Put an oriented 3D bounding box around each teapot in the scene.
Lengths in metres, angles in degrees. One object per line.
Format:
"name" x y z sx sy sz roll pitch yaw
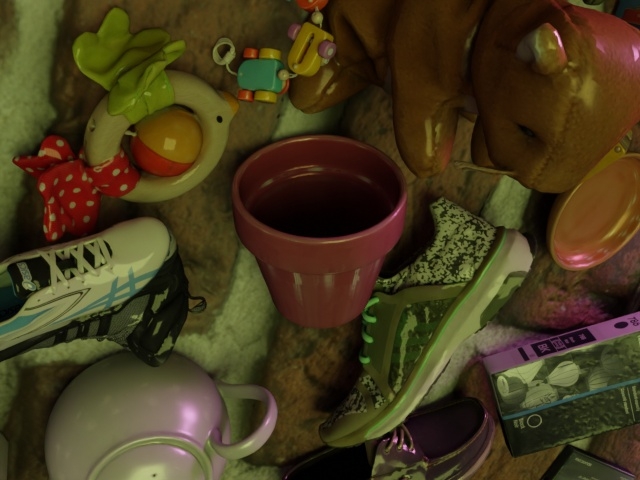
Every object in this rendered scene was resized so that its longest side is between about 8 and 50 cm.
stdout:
"teapot" -0.216 0.274 0.938 0.252 0.187 0.256 16 106 -27

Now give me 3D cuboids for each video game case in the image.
"video game case" 0.455 0.524 1.419 0.196 0.026 0.274 27 101 -30

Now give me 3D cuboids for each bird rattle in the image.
"bird rattle" -0.194 -0.104 0.809 0.207 0.143 0.254 9 114 -42

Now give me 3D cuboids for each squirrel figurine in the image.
"squirrel figurine" 0.186 -0.242 0.745 0.281 0.370 0.397 7 111 -24

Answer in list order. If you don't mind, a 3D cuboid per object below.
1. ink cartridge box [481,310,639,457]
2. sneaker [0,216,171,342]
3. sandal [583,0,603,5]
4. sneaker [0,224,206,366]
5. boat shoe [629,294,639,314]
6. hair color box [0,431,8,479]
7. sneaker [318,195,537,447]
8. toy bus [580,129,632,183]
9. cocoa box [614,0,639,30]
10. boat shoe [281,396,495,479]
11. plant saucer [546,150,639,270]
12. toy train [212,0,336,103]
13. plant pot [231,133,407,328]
"ink cartridge box" 0.438 0.220 1.181 0.332 0.065 0.165 -19 107 3
"sneaker" -0.267 0.038 0.774 0.237 0.086 0.085 -25 76 -12
"sandal" 0.301 -0.428 0.871 0.086 0.120 0.303 -9 119 14
"sneaker" -0.266 0.102 0.885 0.268 0.101 0.153 -30 120 -7
"boat shoe" 0.544 0.155 1.240 0.088 0.096 0.268 18 105 -23
"hair color box" -0.417 0.278 0.770 0.110 0.339 0.185 -25 121 -10
"sneaker" 0.107 0.107 1.047 0.182 0.158 0.410 38 99 0
"toy bus" 0.314 -0.171 0.982 0.191 0.202 0.104 20 136 -35
"cocoa box" 0.596 -0.290 0.967 0.347 0.231 0.228 2 113 -23
"boat shoe" 0.102 0.333 1.126 0.355 0.132 0.130 -29 121 -8
"plant saucer" 0.410 -0.046 1.105 0.200 0.037 0.200 -17 130 -21
"toy train" -0.037 -0.223 0.817 0.166 0.125 0.046 -36 160 26
"plant pot" 0.000 0.000 0.903 0.201 0.201 0.180 -15 134 -14
